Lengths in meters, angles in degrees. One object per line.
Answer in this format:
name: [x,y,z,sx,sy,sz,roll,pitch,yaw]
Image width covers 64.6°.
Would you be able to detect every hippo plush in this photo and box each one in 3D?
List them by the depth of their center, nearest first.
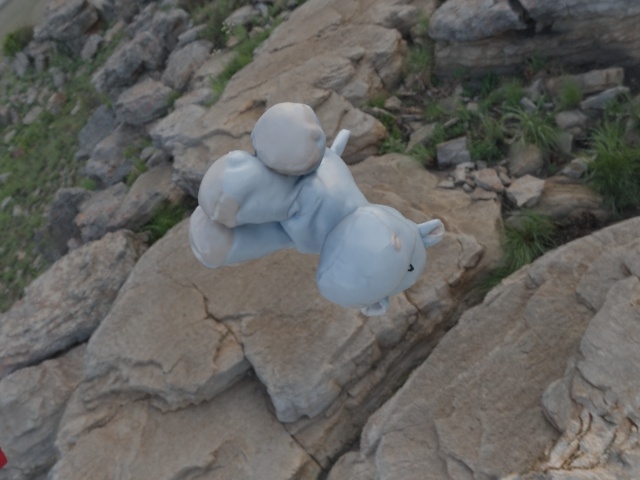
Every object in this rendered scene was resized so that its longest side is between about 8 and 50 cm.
hippo plush: [0.000,0.000,0.627,0.236,0.294,0.234,46,103,11]

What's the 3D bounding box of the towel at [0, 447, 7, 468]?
towel: [-0.442,0.190,0.498,0.031,0.274,0.199,-7,19,16]
